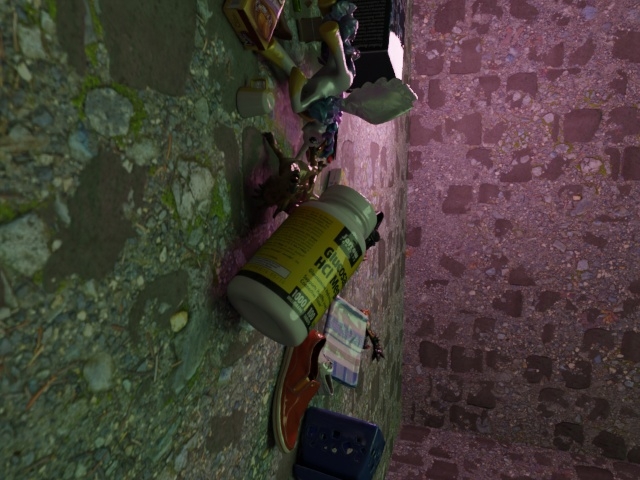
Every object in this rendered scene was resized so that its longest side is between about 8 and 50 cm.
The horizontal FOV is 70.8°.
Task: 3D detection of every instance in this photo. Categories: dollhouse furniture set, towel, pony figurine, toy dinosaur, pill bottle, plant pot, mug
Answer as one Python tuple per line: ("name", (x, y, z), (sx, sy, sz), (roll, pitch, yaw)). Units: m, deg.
("dollhouse furniture set", (-0.024, -0.600, 1.176), (0.058, 0.076, 0.152), (-62, 149, -51))
("towel", (0.086, 0.361, 1.612), (0.209, 0.034, 0.285), (40, 52, -35))
("pony figurine", (0.032, -0.396, 1.126), (0.351, 0.303, 0.363), (-41, 150, -12))
("toy dinosaur", (-0.068, -0.116, 1.055), (0.296, 0.127, 0.200), (61, 36, -65))
("pill bottle", (-0.024, 0.040, 0.950), (0.334, 0.188, 0.188), (-51, 145, -27))
("plant pot", (0.058, 0.678, 1.408), (0.236, 0.236, 0.212), (70, 35, -52))
("mug", (-0.130, -0.291, 0.922), (0.062, 0.064, 0.078), (-47, 137, -62))
("toy dinosaur", (0.164, 0.374, 1.820), (0.322, 0.164, 0.218), (-33, 110, -42))

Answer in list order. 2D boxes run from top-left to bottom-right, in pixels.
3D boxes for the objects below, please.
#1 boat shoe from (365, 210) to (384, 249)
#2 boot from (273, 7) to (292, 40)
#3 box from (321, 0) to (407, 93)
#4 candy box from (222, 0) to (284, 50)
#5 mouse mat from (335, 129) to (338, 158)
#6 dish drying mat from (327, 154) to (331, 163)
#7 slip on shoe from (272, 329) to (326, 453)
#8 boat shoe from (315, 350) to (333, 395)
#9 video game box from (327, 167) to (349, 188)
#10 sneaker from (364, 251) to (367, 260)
("boat shoe", (0.197, -0.028, 1.883), (0.340, 0.113, 0.127), (-59, 147, -55))
("boot", (-0.095, -0.517, 1.030), (0.118, 0.042, 0.087), (-21, 111, -71))
("box", (0.158, -0.737, 1.491), (0.293, 0.212, 0.395), (14, 81, -72))
("candy box", (-0.121, -0.493, 0.901), (0.109, 0.053, 0.187), (50, 52, -65))
("mouse mat", (0.058, -0.363, 1.490), (0.190, 0.007, 0.153), (74, 21, -84))
("dish drying mat", (0.033, -0.302, 1.507), (0.032, 0.008, 0.083), (26, 68, -71))
("slip on shoe", (-0.055, 0.395, 1.210), (0.123, 0.101, 0.331), (62, 37, -61))
("boat shoe", (0.005, 0.397, 1.430), (0.083, 0.075, 0.226), (-59, 147, -55))
("video game box", (0.064, -0.118, 1.570), (0.205, 0.048, 0.187), (60, 39, -59))
("sneaker", (0.196, 0.051, 2.006), (0.118, 0.042, 0.067), (-35, 122, -58))
